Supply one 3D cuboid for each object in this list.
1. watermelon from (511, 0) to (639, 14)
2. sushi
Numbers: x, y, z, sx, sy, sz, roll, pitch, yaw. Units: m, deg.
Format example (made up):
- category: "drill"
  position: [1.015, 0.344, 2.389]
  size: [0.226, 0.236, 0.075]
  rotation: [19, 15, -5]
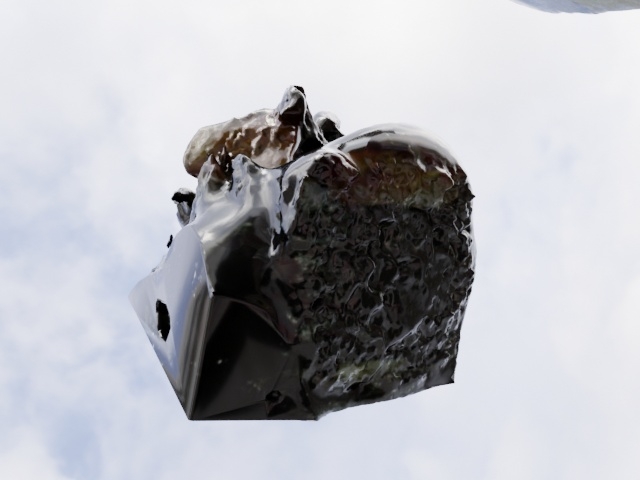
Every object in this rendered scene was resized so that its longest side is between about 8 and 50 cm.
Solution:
- category: "watermelon"
  position: [0.129, -0.269, 0.427]
  size: [0.214, 0.320, 0.289]
  rotation: [-48, -63, -10]
- category: "sushi"
  position: [0.001, 0.000, 0.629]
  size: [0.227, 0.215, 0.212]
  rotation: [5, -73, -25]
